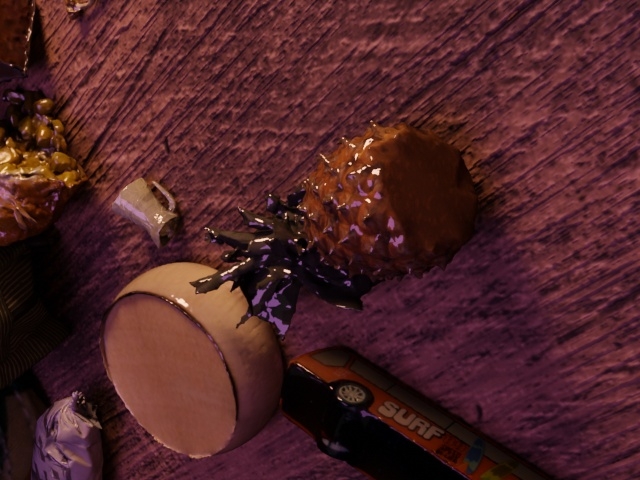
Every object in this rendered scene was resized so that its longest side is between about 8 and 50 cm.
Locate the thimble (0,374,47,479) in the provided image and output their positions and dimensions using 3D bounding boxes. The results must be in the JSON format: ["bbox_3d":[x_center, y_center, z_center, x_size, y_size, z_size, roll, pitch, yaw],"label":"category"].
[{"bbox_3d":[-0.572,0.317,1.614,0.254,0.167,0.288,49,131,13],"label":"thimble"}]

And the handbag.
[{"bbox_3d":[-0.535,0.091,1.434,0.341,0.240,0.247,9,113,37],"label":"handbag"}]

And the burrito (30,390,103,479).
[{"bbox_3d":[-0.394,0.378,1.540,0.139,0.101,0.445,39,133,34],"label":"burrito"}]

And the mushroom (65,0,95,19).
[{"bbox_3d":[-0.230,-0.349,1.140,0.286,0.028,0.025,-41,39,41],"label":"mushroom"}]

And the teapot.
[{"bbox_3d":[-0.212,-0.036,1.243,0.083,0.057,0.067,43,101,10],"label":"teapot"}]

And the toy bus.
[{"bbox_3d":[0.133,0.247,1.051,0.409,0.092,0.093,31,123,26],"label":"toy bus"}]

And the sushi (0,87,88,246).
[{"bbox_3d":[-0.438,-0.096,1.331,0.296,0.167,0.179,19,127,45],"label":"sushi"}]

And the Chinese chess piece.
[{"bbox_3d":[-0.164,0.151,1.248,0.250,0.103,0.249,17,120,33],"label":"Chinese chess piece"}]

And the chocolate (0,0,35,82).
[{"bbox_3d":[-0.504,-0.277,1.328,0.321,0.112,0.111,4,77,40],"label":"chocolate"}]

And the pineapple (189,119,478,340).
[{"bbox_3d":[0.003,0.001,1.030,0.364,0.166,0.165,-28,90,51],"label":"pineapple"}]
